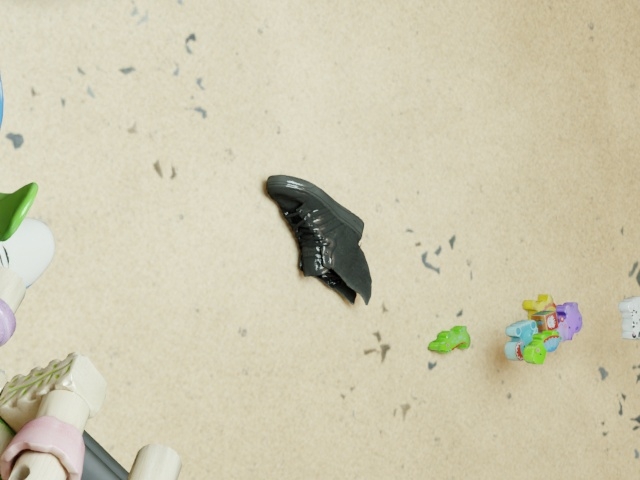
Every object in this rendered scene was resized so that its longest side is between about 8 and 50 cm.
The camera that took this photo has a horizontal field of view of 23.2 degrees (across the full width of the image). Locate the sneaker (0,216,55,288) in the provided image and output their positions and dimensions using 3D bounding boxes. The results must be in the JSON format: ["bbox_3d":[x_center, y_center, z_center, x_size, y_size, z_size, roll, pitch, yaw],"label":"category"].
[{"bbox_3d":[-0.337,0.035,1.419,0.237,0.086,0.085,-21,100,-39],"label":"sneaker"}]

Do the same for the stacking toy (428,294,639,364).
[{"bbox_3d":[0.264,0.112,1.851,0.221,0.167,0.052,-16,99,-39],"label":"stacking toy"}]

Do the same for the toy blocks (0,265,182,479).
[{"bbox_3d":[-0.320,0.214,1.256,0.309,0.288,0.260,55,29,-25],"label":"toy blocks"}]

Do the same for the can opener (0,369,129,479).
[{"bbox_3d":[-0.277,0.202,1.486,0.095,0.076,0.283,-39,117,2],"label":"can opener"}]

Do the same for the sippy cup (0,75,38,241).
[{"bbox_3d":[-0.383,-0.111,1.296,0.305,0.224,0.240,-4,91,-39],"label":"sippy cup"}]

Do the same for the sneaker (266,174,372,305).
[{"bbox_3d":[-0.002,0.000,1.712,0.170,0.051,0.089,31,65,-38],"label":"sneaker"}]
